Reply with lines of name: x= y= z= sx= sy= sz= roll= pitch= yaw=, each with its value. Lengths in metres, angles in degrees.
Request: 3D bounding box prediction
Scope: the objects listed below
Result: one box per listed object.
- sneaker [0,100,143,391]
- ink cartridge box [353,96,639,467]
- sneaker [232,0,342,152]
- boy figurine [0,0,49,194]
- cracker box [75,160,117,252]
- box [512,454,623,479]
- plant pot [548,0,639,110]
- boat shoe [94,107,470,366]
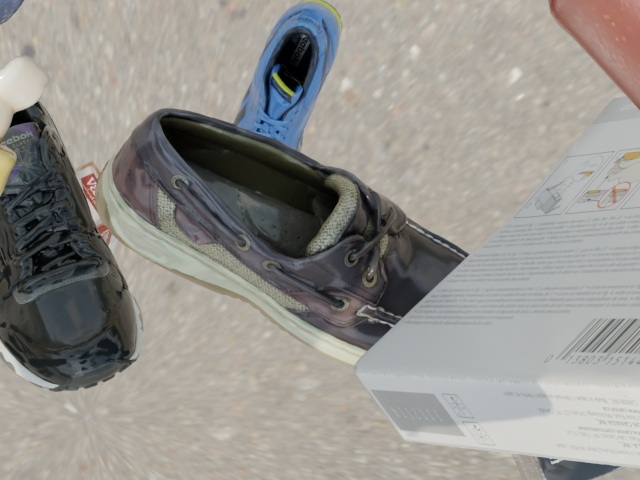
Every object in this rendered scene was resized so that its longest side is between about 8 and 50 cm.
sneaker: x=-0.213 y=-0.013 z=1.361 sx=0.107 sy=0.124 sz=0.283 roll=-21 pitch=43 yaw=-9
ink cartridge box: x=0.186 y=0.011 z=1.037 sx=0.261 sy=0.296 sz=0.066 roll=-43 pitch=107 yaw=-22
sneaker: x=-0.042 y=-0.119 z=1.696 sx=0.069 sy=0.082 sz=0.209 roll=24 pitch=117 yaw=3
boy figurine: x=-0.172 y=-0.042 z=0.591 sx=0.177 sy=0.092 sz=0.285 roll=22 pitch=76 yaw=32
cracker box: x=-0.292 y=0.033 z=1.646 sx=0.232 sy=0.156 sz=0.067 roll=-28 pitch=75 yaw=-26
box: x=0.258 y=0.131 z=1.468 sx=0.216 sy=0.270 sz=0.060 roll=-21 pitch=84 yaw=1
plant pot: x=0.217 y=-0.047 z=0.455 sx=0.265 sy=0.272 sz=0.272 roll=43 pitch=81 yaw=8
boat shoe: x=0.000 y=0.000 z=1.185 sx=0.285 sy=0.092 sz=0.103 roll=25 pitch=53 yaw=-10
